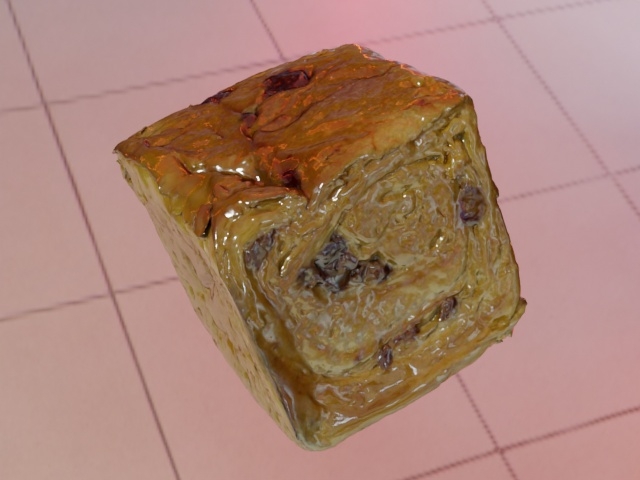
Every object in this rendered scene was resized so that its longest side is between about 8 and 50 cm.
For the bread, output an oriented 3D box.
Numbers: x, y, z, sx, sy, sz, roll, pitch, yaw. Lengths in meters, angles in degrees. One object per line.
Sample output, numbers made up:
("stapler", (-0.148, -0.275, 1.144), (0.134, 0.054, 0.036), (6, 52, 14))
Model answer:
("bread", (0.000, 0.000, 0.630), (0.149, 0.158, 0.143), (-24, 32, -15))
